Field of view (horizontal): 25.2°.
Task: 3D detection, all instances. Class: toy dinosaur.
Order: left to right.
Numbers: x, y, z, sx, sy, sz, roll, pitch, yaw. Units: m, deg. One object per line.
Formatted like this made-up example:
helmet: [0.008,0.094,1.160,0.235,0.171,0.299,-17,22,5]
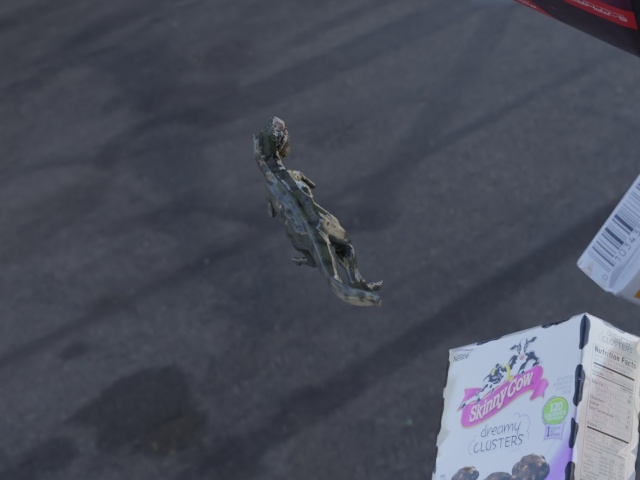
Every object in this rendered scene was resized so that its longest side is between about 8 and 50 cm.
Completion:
toy dinosaur: [0.000,0.000,1.334,0.064,0.118,0.268,-31,51,-3]

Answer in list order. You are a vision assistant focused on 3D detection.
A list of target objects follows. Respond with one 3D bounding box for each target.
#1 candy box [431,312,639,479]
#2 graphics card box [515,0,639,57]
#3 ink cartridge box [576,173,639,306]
candy box: [0.162,0.170,1.102,0.165,0.070,0.196,-23,50,53]
graphics card box: [0.213,-0.317,1.355,0.232,0.371,0.094,30,85,23]
ink cartridge box: [0.409,-0.048,1.232,0.304,0.307,0.072,-57,44,12]
